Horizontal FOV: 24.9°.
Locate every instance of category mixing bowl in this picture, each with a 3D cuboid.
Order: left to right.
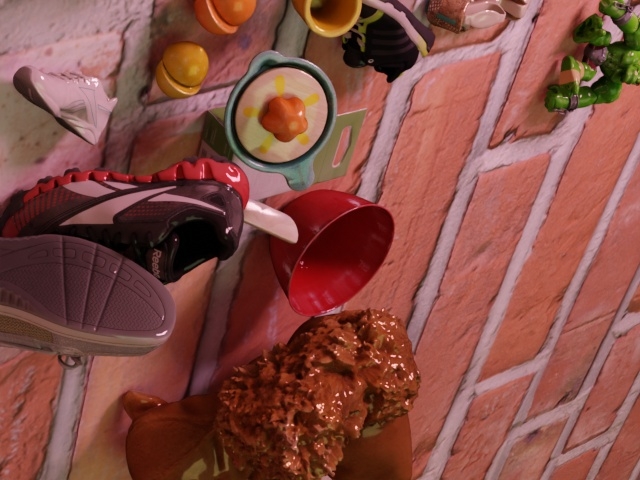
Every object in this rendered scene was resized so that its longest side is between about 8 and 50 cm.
[{"bbox_3d":[0.000,0.000,1.920,0.181,0.098,0.181,-30,144,-24],"label":"mixing bowl"}]

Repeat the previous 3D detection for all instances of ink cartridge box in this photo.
[{"bbox_3d":[-0.050,-0.116,1.766,0.209,0.062,0.109,-17,136,-39],"label":"ink cartridge box"}]

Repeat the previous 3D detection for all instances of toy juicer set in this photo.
[{"bbox_3d":[-0.080,-0.141,1.599,0.209,0.089,0.329,2,112,-26],"label":"toy juicer set"}]

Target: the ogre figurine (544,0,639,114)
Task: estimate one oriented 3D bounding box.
[{"bbox_3d":[0.419,-0.269,2.134,0.118,0.097,0.197,4,108,-31],"label":"ogre figurine"}]

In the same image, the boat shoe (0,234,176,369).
[{"bbox_3d":[-0.310,0.064,1.497,0.320,0.118,0.103,9,139,-7],"label":"boat shoe"}]

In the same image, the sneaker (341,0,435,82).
[{"bbox_3d":[0.063,-0.247,1.737,0.097,0.084,0.235,-50,148,7],"label":"sneaker"}]

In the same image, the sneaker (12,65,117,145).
[{"bbox_3d":[-0.262,-0.153,1.493,0.061,0.054,0.152,-56,154,-3],"label":"sneaker"}]

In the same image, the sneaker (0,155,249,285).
[{"bbox_3d":[-0.208,-0.011,1.555,0.276,0.135,0.097,-7,138,-5],"label":"sneaker"}]

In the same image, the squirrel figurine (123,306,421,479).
[{"bbox_3d":[-0.070,0.231,1.931,0.370,0.281,0.397,-10,161,-19],"label":"squirrel figurine"}]

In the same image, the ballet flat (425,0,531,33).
[{"bbox_3d":[0.226,-0.304,1.882,0.206,0.067,0.073,-23,140,-34],"label":"ballet flat"}]
